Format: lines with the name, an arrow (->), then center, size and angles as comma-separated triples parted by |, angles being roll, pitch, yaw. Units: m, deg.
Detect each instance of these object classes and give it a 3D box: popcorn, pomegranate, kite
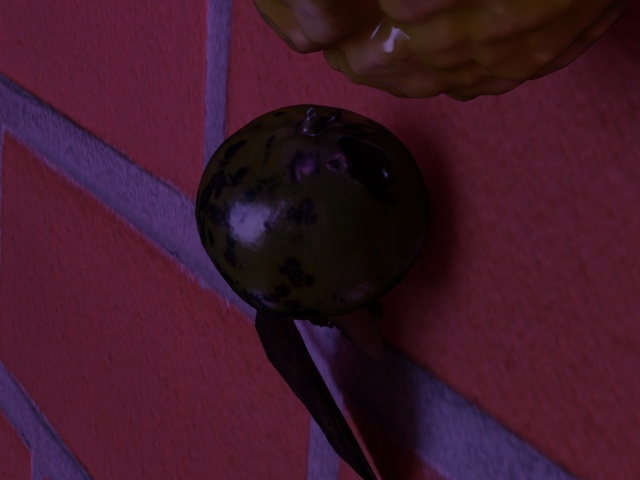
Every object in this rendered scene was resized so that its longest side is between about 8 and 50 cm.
popcorn -> 0.039, -0.174, 0.782 | 0.259, 0.212, 0.259 | 2, 92, 60
pomegranate -> 0.000, 0.000, 1.021 | 0.122, 0.122, 0.161 | -123, 12, -50
kite -> -0.020, 0.051, 1.111 | 0.141, 0.015, 0.245 | 57, -178, -34
